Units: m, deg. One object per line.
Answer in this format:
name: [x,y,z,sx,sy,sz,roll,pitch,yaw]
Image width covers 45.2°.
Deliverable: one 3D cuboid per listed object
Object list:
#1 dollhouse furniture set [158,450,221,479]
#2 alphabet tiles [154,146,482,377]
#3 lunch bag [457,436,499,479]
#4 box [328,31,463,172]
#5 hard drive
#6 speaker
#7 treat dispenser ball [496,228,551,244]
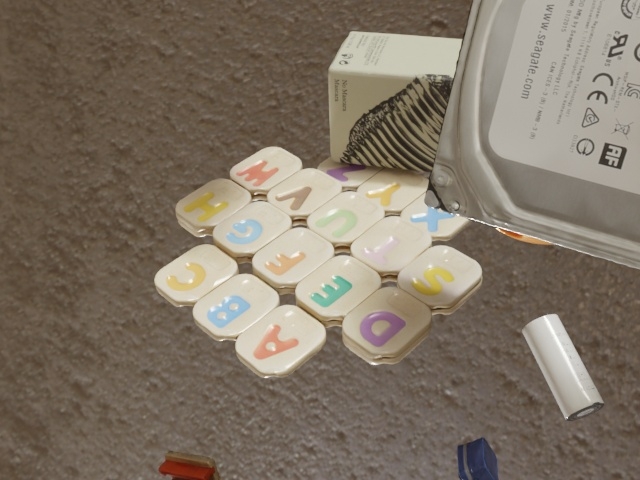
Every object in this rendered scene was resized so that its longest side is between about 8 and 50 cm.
dollhouse furniture set: [-0.194,0.363,0.813,0.262,0.259,0.135,-1,116,30]
alphabet tiles: [0.000,0.000,0.711,0.284,0.278,0.021,33,145,33]
lunch bag: [0.294,0.429,1.453,0.065,0.098,0.067,-26,110,21]
box: [0.150,-0.130,0.761,0.275,0.094,0.113,7,129,14]
hard drive: [0.249,-0.087,0.448,0.339,0.064,0.236,19,109,20]
speaker: [0.324,0.168,1.032,0.055,0.055,0.136,-46,53,37]
treat dispenser ball: [0.353,-0.136,1.185,0.288,0.288,0.288,13,118,26]
